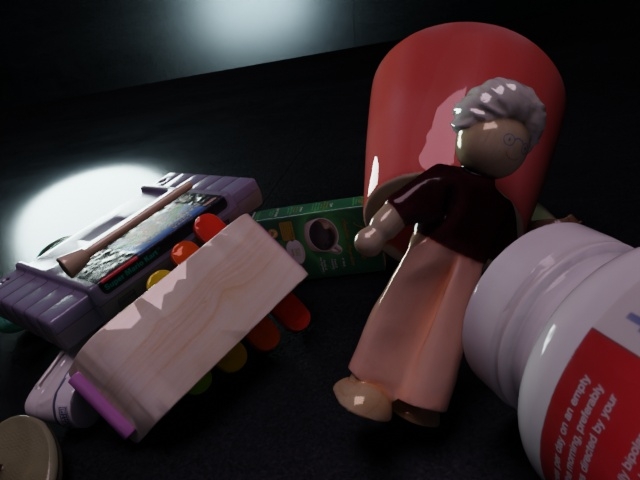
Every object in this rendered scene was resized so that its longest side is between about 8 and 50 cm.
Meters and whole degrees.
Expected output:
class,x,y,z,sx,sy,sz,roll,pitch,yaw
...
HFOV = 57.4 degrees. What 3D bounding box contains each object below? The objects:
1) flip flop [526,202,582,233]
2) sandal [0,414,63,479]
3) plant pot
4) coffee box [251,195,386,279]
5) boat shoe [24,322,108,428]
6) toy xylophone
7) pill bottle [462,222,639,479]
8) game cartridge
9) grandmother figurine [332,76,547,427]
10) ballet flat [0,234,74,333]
class,x,y,z,sx,sy,sz,roll,pitch,yaw
flip flop,0.302,-0.005,0.777,0.112,0.080,0.277,-13,28,1
sandal,-0.345,0.277,0.537,0.120,0.086,0.302,-6,29,13
plant pot,0.176,-0.105,0.778,0.275,0.275,0.243,1,51,24
coffee box,0.000,0.000,0.866,0.184,0.113,0.040,-9,26,11
boat shoe,-0.287,0.129,0.771,0.084,0.095,0.258,1,30,16
toy xylophone,-0.161,0.066,0.713,0.323,0.236,0.081,-34,-9,-32
pill bottle,0.285,0.137,0.376,0.229,0.228,0.408,-22,30,-16
game cartridge,-0.275,0.003,0.843,0.230,0.068,0.355,4,35,44
grandmother figurine,0.131,0.009,0.577,0.208,0.342,0.104,17,4,-44
ballet flat,-0.469,0.068,0.978,0.087,0.083,0.247,-21,24,16
